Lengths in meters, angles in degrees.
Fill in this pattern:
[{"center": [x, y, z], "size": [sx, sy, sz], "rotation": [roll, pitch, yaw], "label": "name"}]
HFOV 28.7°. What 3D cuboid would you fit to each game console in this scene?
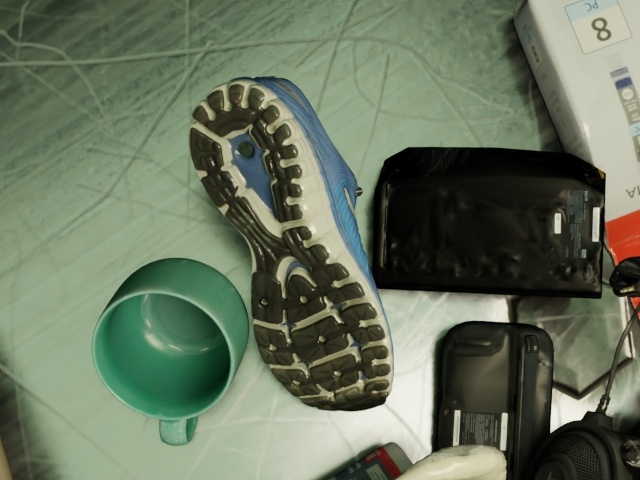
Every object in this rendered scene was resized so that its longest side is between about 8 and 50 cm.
[{"center": [0.150, 0.094, 1.159], "size": [0.213, 0.044, 0.361], "rotation": [3, 90, 13], "label": "game console"}]

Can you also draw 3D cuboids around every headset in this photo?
[{"center": [0.299, 0.209, 1.071], "size": [0.243, 0.185, 0.394], "rotation": [-11, 98, -23], "label": "headset"}]

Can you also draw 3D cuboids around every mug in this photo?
[{"center": [-0.136, 0.091, 1.126], "size": [0.129, 0.097, 0.158], "rotation": [32, 116, -6], "label": "mug"}]

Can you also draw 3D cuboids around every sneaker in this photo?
[{"center": [0.000, 0.000, 1.130], "size": [0.129, 0.147, 0.330], "rotation": [-11, 106, 26], "label": "sneaker"}]

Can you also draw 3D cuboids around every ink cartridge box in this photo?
[{"center": [0.398, -0.105, 1.191], "size": [0.308, 0.091, 0.385], "rotation": [-20, 83, -5], "label": "ink cartridge box"}]

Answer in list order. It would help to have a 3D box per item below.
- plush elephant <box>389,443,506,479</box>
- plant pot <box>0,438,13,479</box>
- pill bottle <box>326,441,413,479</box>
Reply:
[{"center": [0.109, 0.316, 0.965], "size": [0.330, 0.272, 0.255], "rotation": [31, 69, 25], "label": "plush elephant"}, {"center": [-0.391, 0.146, 1.053], "size": [0.256, 0.256, 0.274], "rotation": [-11, 67, -5], "label": "plant pot"}, {"center": [0.017, 0.269, 1.109], "size": [0.180, 0.108, 0.108], "rotation": [-30, 85, -7], "label": "pill bottle"}]
